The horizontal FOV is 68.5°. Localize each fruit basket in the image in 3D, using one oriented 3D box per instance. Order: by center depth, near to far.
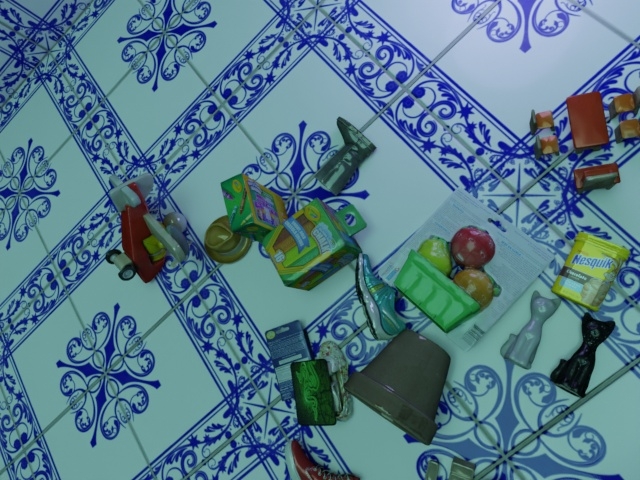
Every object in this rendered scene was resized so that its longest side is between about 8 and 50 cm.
[{"bbox_3d":[0.392,0.072,1.302,0.353,0.165,0.327,-45,66,-8],"label":"fruit basket"}]

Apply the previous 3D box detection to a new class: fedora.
[{"bbox_3d":[-0.340,-0.011,1.642,0.194,0.079,0.194,-4,78,21],"label":"fedora"}]

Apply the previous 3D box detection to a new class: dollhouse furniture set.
[{"bbox_3d":[0.703,-0.264,1.222,0.262,0.135,0.259,-8,77,21],"label":"dollhouse furniture set"}]

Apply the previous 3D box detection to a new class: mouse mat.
[{"bbox_3d":[-0.024,0.452,1.394,0.153,0.007,0.189,-19,74,38],"label":"mouse mat"}]

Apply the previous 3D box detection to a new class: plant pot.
[{"bbox_3d":[0.228,0.370,1.254,0.263,0.263,0.229,28,75,25],"label":"plant pot"}]

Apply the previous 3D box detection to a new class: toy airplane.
[{"bbox_3d":[-0.604,-0.066,1.661,0.384,0.273,0.386,-25,83,50],"label":"toy airplane"}]

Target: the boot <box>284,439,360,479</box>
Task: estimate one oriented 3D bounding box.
[{"bbox_3d":[0.013,0.671,1.359,0.176,0.088,0.244,-32,76,12],"label":"boot"}]

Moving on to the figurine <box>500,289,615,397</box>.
[{"bbox_3d":[0.603,0.253,1.199,0.215,0.092,0.209,27,83,26],"label":"figurine"}]

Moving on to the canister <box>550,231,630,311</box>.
[{"bbox_3d":[0.684,0.081,1.198,0.126,0.073,0.169,27,92,25],"label":"canister"}]

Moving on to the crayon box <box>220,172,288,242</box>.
[{"bbox_3d":[-0.193,-0.087,1.485,0.081,0.278,0.165,-22,72,17],"label":"crayon box"}]

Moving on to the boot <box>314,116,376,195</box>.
[{"bbox_3d":[0.058,-0.278,1.540,0.208,0.076,0.189,-48,64,15],"label":"boot"}]

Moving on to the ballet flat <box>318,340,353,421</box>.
[{"bbox_3d":[0.042,0.417,1.399,0.091,0.077,0.240,-22,72,18],"label":"ballet flat"}]

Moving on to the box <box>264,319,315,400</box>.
[{"bbox_3d":[-0.087,0.375,1.482,0.137,0.036,0.225,-22,74,17],"label":"box"}]

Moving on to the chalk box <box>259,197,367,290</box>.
[{"bbox_3d":[0.000,0.000,1.442,0.289,0.179,0.180,-37,69,13],"label":"chalk box"}]

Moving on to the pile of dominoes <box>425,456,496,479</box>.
[{"bbox_3d":[0.365,0.711,1.240,0.196,0.040,0.251,11,92,24],"label":"pile of dominoes"}]

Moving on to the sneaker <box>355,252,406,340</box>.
[{"bbox_3d":[0.169,0.162,1.392,0.110,0.107,0.275,-14,64,-7],"label":"sneaker"}]
